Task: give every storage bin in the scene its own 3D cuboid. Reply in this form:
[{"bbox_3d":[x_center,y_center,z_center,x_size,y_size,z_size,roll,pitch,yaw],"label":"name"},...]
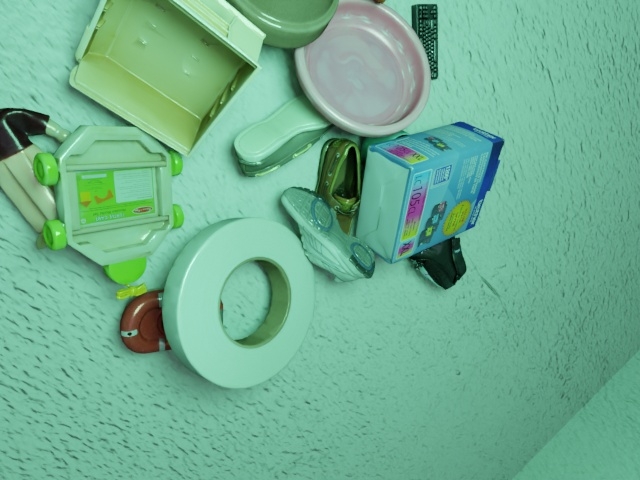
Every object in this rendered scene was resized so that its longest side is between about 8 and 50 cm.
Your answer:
[{"bbox_3d":[-0.278,-0.333,0.758,0.260,0.123,0.262,31,134,-28],"label":"storage bin"}]

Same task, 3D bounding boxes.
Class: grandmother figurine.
[{"bbox_3d":[-0.570,-0.162,0.776,0.207,0.104,0.343,-38,120,-19],"label":"grandmother figurine"}]

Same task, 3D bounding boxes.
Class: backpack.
[{"bbox_3d":[0.348,0.053,1.236,0.151,0.115,0.182,-38,119,4],"label":"backpack"}]

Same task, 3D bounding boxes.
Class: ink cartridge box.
[{"bbox_3d":[0.296,-0.138,1.071,0.395,0.151,0.270,-22,134,-31],"label":"ink cartridge box"}]

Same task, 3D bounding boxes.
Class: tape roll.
[{"bbox_3d":[-0.166,0.139,0.970,0.391,0.071,0.393,-2,93,-46],"label":"tape roll"}]

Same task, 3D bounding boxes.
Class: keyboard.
[{"bbox_3d":[0.263,-0.509,1.081,0.108,0.023,0.180,-13,110,-20],"label":"keyboard"}]

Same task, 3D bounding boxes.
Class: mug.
[{"bbox_3d":[0.160,-0.216,1.073,0.129,0.097,0.158,-2,122,-42],"label":"mug"}]

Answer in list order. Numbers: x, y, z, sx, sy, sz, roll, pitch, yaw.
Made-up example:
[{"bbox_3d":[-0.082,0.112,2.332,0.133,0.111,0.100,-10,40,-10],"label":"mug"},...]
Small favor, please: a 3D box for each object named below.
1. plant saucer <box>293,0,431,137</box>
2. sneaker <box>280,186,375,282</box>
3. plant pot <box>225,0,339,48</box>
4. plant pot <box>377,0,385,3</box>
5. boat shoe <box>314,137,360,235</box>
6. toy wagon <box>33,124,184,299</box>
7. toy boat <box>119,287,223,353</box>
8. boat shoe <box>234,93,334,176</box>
[{"bbox_3d":[0.092,-0.385,0.953,0.331,0.084,0.333,4,79,-19],"label":"plant saucer"},{"bbox_3d":[0.000,0.000,1.019,0.297,0.129,0.111,49,40,-12],"label":"sneaker"},{"bbox_3d":[-0.054,-0.527,0.747,0.262,0.229,0.264,6,76,-23],"label":"plant pot"},{"bbox_3d":[0.116,-0.673,0.841,0.203,0.291,0.291,25,94,-11],"label":"plant pot"},{"bbox_3d":[0.042,-0.100,1.058,0.110,0.104,0.308,-8,109,-23],"label":"boat shoe"},{"bbox_3d":[-0.406,-0.051,0.842,0.267,0.068,0.345,-16,115,-50],"label":"toy wagon"},{"bbox_3d":[-0.331,0.195,0.956,0.230,0.151,0.151,-3,106,-23],"label":"toy boat"},{"bbox_3d":[-0.065,-0.250,0.975,0.305,0.109,0.091,-35,158,-23],"label":"boat shoe"}]
